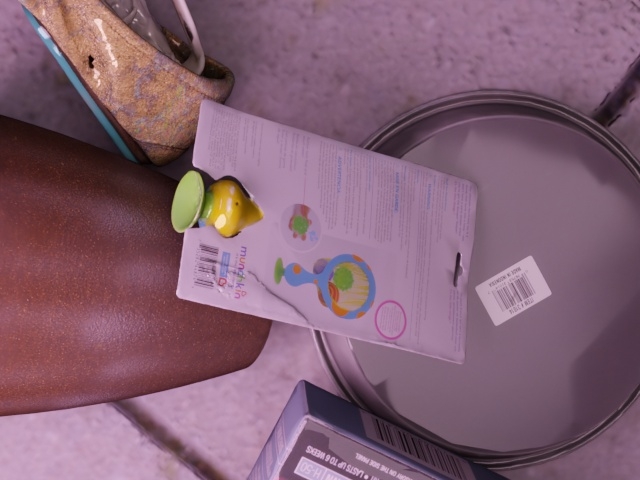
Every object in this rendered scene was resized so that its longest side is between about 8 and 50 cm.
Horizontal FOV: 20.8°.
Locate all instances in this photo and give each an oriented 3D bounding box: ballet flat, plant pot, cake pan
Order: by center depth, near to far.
[{"bbox_3d":[-0.175,-0.194,1.184,0.123,0.123,0.348,-41,125,-3],"label":"ballet flat"},{"bbox_3d":[-0.155,0.026,1.220,0.230,0.215,0.215,6,92,-24],"label":"plant pot"},{"bbox_3d":[0.135,0.033,1.314,0.293,0.054,0.293,0,93,-7],"label":"cake pan"}]

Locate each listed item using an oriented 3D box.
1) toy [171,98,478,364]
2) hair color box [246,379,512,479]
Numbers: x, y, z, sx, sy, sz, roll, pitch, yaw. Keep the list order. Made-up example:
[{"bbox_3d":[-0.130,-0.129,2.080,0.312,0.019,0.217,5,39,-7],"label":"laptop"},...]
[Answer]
[{"bbox_3d":[0.000,0.000,1.215,0.237,0.056,0.136,16,72,-35],"label":"toy"},{"bbox_3d":[-0.017,0.312,1.258,0.185,0.113,0.374,26,98,-7],"label":"hair color box"}]
